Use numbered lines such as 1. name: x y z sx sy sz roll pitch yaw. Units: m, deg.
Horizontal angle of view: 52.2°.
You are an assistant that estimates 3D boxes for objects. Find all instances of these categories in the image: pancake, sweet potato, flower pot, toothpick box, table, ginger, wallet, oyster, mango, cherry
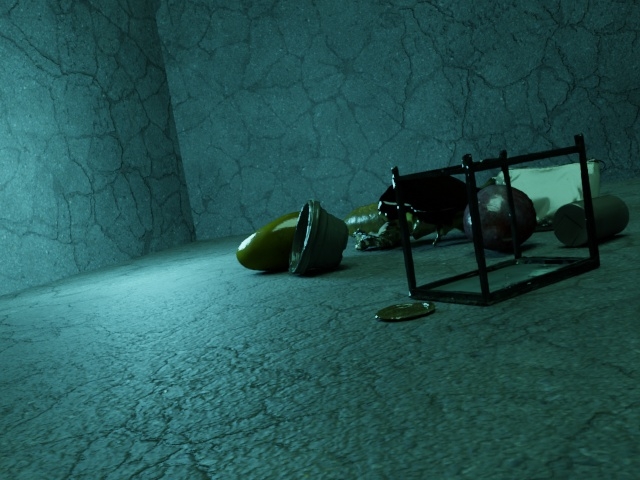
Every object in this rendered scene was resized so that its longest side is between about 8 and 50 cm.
1. pancake: 0.156 0.130 1.200 0.114 0.011 0.115 -11 7 1
2. sweet potato: 0.220 -0.076 2.586 0.369 0.158 0.157 -7 6 24
3. flower pot: 0.000 0.000 1.950 0.140 0.236 0.235 15 1 -10
4. toothpick box: 0.685 -0.052 1.655 0.180 0.111 0.111 -12 6 -36
5. table: 0.352 -0.047 1.316 0.334 0.273 0.222 -13 6 -32
6. ginger: 0.398 -0.075 2.176 0.413 0.212 0.358 -23 31 -37
7. wallet: 0.721 -0.145 2.062 0.335 0.068 0.275 -3 51 24
8. oyster: 0.213 -0.015 2.282 0.198 0.092 0.259 -9 -4 0
9. mango: -0.125 0.010 2.153 0.317 0.173 0.211 -19 -1 -5
10. cherry: 0.478 -0.052 1.747 0.192 0.175 0.250 19 28 13

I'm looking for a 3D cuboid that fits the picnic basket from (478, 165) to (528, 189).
1. picnic basket: 0.678 -0.158 2.307 0.139 0.165 0.266 -37 -12 35
